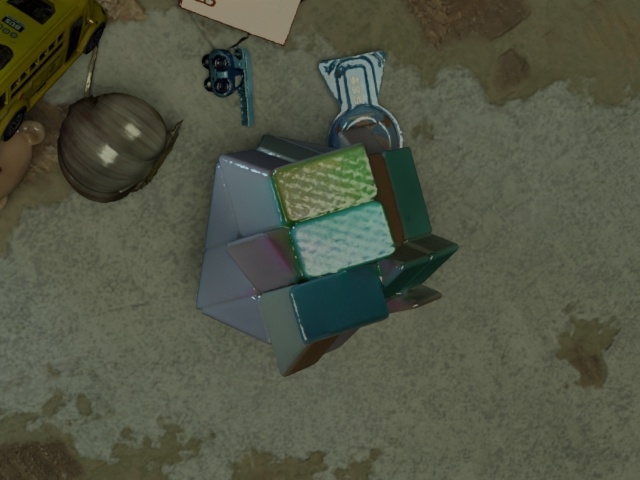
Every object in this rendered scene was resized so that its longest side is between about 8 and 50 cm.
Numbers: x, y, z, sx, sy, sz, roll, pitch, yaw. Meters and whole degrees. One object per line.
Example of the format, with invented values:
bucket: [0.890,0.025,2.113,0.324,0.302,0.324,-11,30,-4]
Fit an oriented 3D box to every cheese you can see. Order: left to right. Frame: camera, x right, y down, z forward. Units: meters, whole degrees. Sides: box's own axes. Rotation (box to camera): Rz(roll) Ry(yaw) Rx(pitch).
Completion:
cheese: [0.073,-0.199,1.968,0.135,0.052,0.244,-12,105,-7]

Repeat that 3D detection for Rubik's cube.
Rubik's cube: [0.000,0.000,1.847,0.368,0.358,0.387,23,113,29]

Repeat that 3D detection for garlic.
garlic: [-0.319,-0.192,1.872,0.207,0.207,0.256,5,67,-11]

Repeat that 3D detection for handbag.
handbag: [-0.129,-0.413,1.881,0.190,0.063,0.127,19,99,-16]

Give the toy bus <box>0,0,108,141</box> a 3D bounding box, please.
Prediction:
toy bus: [-0.450,-0.301,1.723,0.145,0.151,0.331,31,54,0]

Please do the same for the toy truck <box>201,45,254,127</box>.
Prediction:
toy truck: [-0.153,-0.255,1.916,0.074,0.063,0.136,-11,109,-27]

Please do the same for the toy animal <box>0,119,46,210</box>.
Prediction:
toy animal: [-0.588,-0.156,1.801,0.221,0.230,0.210,54,133,19]
